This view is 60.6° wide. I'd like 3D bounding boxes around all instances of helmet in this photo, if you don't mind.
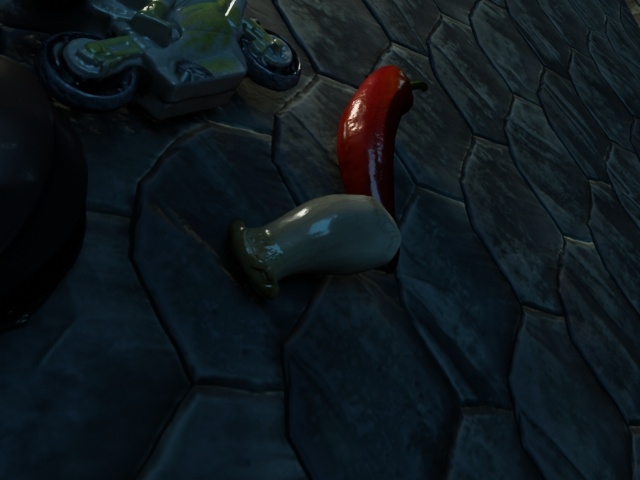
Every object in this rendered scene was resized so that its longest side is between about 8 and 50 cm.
[{"bbox_3d":[-0.310,-0.047,0.376,0.305,0.177,0.225,-3,66,-37],"label":"helmet"}]

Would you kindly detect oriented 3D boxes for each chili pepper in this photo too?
[{"bbox_3d":[0.081,-0.138,0.778,0.137,0.092,0.368,41,51,-33],"label":"chili pepper"}]

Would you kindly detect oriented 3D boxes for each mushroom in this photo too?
[{"bbox_3d":[-0.001,0.000,0.616,0.212,0.088,0.097,-17,105,-32],"label":"mushroom"}]

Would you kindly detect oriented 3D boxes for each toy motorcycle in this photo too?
[{"bbox_3d":[-0.182,-0.249,0.637,0.341,0.108,0.223,-26,79,-44],"label":"toy motorcycle"}]
